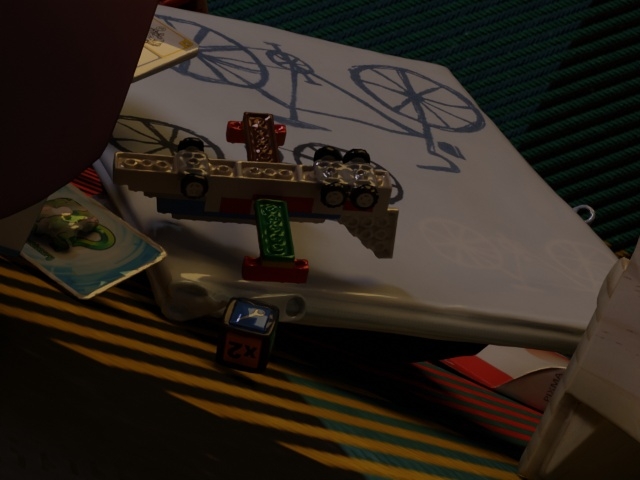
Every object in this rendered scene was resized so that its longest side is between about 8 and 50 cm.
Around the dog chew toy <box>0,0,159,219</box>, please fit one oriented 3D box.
[{"bbox_3d":[-0.205,-0.127,0.510,0.332,0.206,0.206,18,4,-8],"label":"dog chew toy"}]

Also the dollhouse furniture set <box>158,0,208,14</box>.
[{"bbox_3d":[-0.202,-0.155,1.229,0.259,0.135,0.262,-27,36,-30],"label":"dollhouse furniture set"}]

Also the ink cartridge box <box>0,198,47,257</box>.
[{"bbox_3d":[-0.174,-0.046,0.676,0.122,0.052,0.088,28,2,25],"label":"ink cartridge box"}]

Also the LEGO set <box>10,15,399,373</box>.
[{"bbox_3d":[-0.084,-0.023,0.775,0.244,0.060,0.182,33,42,27],"label":"LEGO set"}]

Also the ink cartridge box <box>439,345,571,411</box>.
[{"bbox_3d":[0.128,0.083,1.308,0.179,0.045,0.145,28,1,-27],"label":"ink cartridge box"}]

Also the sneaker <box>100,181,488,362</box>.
[{"bbox_3d":[0.000,0.000,1.027,0.276,0.097,0.135,27,0,-29],"label":"sneaker"}]

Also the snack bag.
[{"bbox_3d":[0.009,-0.035,0.949,0.323,0.037,0.342,9,28,-31],"label":"snack bag"}]

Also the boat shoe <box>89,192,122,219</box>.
[{"bbox_3d":[-0.108,-0.009,0.898,0.035,0.035,0.100,-2,12,-10],"label":"boat shoe"}]

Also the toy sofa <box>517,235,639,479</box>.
[{"bbox_3d":[0.210,0.079,0.665,0.150,0.177,0.362,26,1,-7],"label":"toy sofa"}]
